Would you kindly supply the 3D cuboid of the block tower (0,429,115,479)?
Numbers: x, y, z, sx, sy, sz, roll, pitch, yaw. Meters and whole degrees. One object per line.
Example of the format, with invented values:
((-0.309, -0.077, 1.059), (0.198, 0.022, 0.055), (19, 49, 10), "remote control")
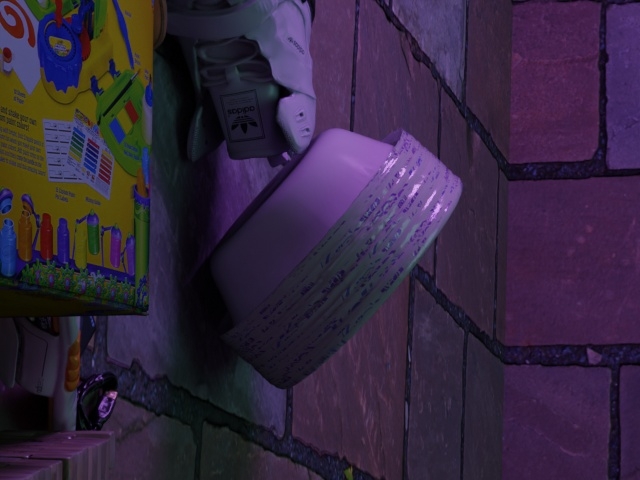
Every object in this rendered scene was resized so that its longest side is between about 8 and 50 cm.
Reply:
((-0.219, 0.193, 1.347), (0.335, 0.091, 0.097), (-12, 104, -84), "block tower")

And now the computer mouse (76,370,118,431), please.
((-0.200, 0.196, 1.602), (0.242, 0.041, 0.071), (-74, 155, -47), "computer mouse")

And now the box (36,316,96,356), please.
((-0.214, 0.058, 1.604), (0.067, 0.018, 0.083), (-66, 150, -55), "box")

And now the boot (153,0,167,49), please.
((-0.200, -0.206, 1.591), (0.152, 0.073, 0.197), (-72, 142, -51), "boot")

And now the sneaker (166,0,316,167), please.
((-0.081, -0.191, 1.857), (0.366, 0.137, 0.210), (28, 59, -75), "sneaker")

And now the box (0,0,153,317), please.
((-0.240, -0.099, 1.258), (0.290, 0.177, 0.279), (23, 66, -71), "box")

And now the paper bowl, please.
((0.000, 0.000, 1.950), (0.148, 0.284, 0.284), (43, 28, -5), "paper bowl")

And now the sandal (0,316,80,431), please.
((-0.224, 0.080, 1.484), (0.265, 0.076, 0.102), (100, -13, -49), "sandal")
